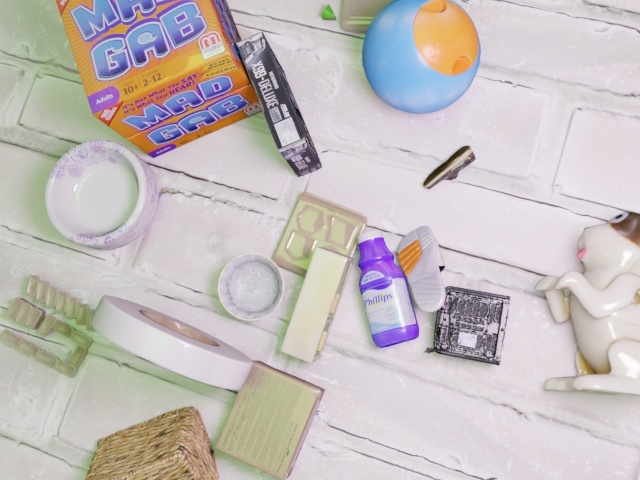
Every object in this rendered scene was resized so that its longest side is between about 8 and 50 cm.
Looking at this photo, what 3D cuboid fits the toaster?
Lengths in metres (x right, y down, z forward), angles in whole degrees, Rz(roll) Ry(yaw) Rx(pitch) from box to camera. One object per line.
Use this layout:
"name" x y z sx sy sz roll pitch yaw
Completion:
"toaster" 0.352 0.204 1.688 0.186 0.110 0.168 9 81 11

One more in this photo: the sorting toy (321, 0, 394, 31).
"sorting toy" 0.157 -0.657 1.913 0.348 0.047 0.195 5 85 11

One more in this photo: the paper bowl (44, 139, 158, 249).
"paper bowl" -0.572 -0.114 1.890 0.284 0.148 0.284 -2 79 9

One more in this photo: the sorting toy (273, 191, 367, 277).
"sorting toy" 0.000 0.000 1.828 0.193 0.038 0.208 22 89 13

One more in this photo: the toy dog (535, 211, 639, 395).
"toy dog" 0.684 0.137 1.558 0.396 0.284 0.407 1 78 10

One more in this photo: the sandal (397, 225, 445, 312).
"sandal" 0.258 0.081 1.724 0.102 0.076 0.265 -28 43 22

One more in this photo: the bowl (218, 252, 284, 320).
"bowl" -0.170 0.120 1.807 0.170 0.080 0.170 -1 84 5

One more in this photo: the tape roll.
"tape roll" -0.347 0.238 1.664 0.392 0.392 0.072 24 85 13

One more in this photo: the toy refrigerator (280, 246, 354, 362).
"toy refrigerator" -0.002 0.158 1.745 0.094 0.102 0.269 20 91 13

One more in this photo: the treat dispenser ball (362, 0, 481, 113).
"treat dispenser ball" 0.245 -0.457 1.734 0.288 0.288 0.288 -2 80 10

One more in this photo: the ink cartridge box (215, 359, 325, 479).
"ink cartridge box" -0.122 0.438 1.741 0.193 0.088 0.234 22 84 12

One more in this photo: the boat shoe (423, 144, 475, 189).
"boat shoe" 0.330 -0.176 1.789 0.152 0.056 0.049 -40 108 6

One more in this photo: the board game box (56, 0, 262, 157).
"board game box" -0.395 -0.482 1.818 0.356 0.356 0.356 -23 77 6

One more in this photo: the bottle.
"bottle" 0.155 0.117 1.740 0.118 0.092 0.282 -21 76 32

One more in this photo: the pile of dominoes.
"pile of dominoes" -0.728 0.229 1.925 0.251 0.040 0.196 28 85 5

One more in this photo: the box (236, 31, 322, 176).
"box" -0.100 -0.336 1.798 0.077 0.242 0.307 -23 76 6

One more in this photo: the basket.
"basket" -0.410 0.590 1.763 0.299 0.223 0.213 -23 110 5
